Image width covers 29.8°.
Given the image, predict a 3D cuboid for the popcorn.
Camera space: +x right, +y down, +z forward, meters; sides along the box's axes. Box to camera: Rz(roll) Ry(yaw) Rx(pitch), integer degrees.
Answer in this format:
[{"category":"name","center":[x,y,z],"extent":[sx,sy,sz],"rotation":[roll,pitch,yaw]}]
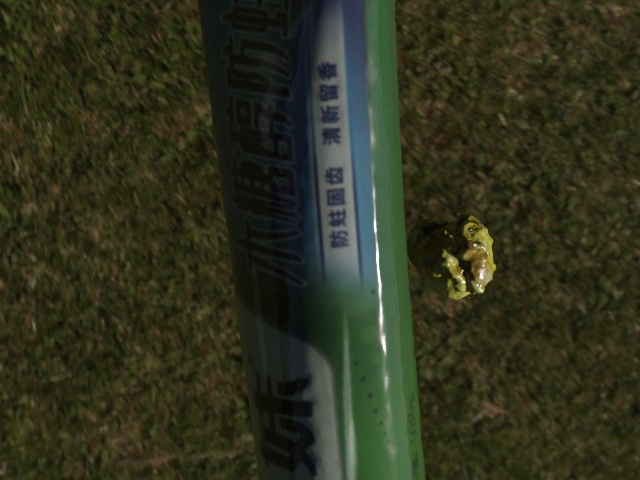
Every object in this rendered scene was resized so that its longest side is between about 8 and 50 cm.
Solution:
[{"category":"popcorn","center":[0.104,0.013,0.973],"extent":[0.060,0.083,0.068],"rotation":[-17,138,-57]}]

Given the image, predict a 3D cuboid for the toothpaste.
[{"category":"toothpaste","center":[0.000,0.000,0.449],"extent":[0.061,0.099,0.391],"rotation":[-19,107,-51]}]
